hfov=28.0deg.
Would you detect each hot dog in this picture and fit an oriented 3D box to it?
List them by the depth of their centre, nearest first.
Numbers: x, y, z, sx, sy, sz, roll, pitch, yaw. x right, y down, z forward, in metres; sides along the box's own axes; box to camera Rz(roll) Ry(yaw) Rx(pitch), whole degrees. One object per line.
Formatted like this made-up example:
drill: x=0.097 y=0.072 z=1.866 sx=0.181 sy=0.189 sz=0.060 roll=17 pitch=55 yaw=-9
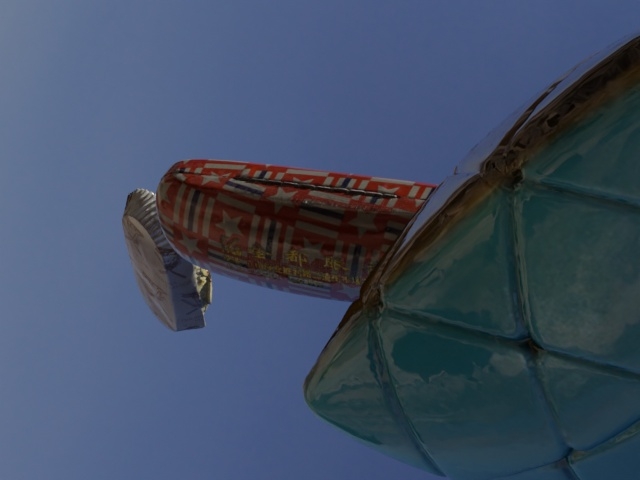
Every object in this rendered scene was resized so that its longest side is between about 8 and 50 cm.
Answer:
hot dog: x=-0.142 y=0.023 z=1.204 sx=0.099 sy=0.053 sz=0.192 roll=45 pitch=-21 yaw=29

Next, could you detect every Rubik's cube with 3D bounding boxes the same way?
Rubik's cube: x=0.117 y=0.058 z=0.566 sx=0.254 sy=0.254 sz=0.254 roll=-38 pitch=-133 yaw=56

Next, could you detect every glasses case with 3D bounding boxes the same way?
glasses case: x=0.000 y=0.000 z=0.711 sx=0.049 sy=0.194 sz=0.073 roll=-64 pitch=154 yaw=-45
